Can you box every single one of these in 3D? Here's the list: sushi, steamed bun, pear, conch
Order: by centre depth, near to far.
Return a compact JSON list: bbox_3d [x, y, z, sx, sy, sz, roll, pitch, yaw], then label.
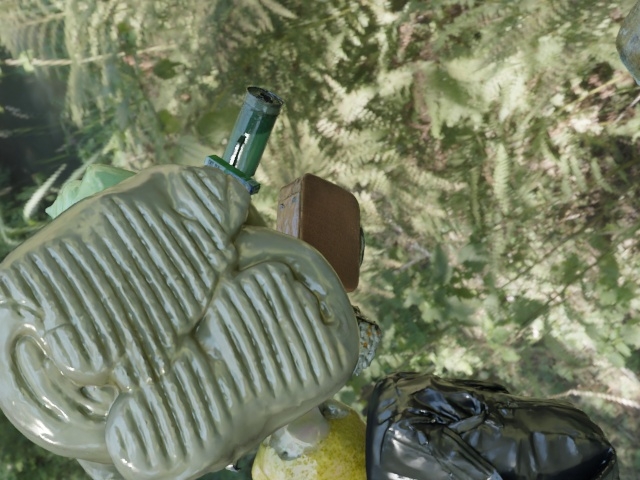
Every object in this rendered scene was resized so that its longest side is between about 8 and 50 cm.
[{"bbox_3d":[-0.180,0.109,0.842,0.342,0.368,0.255,57,149,10],"label":"steamed bun"},{"bbox_3d":[-0.264,-0.034,1.078,0.251,0.137,0.143,10,152,-1],"label":"conch"},{"bbox_3d":[0.016,0.188,1.579,0.136,0.225,0.126,-64,19,1],"label":"sushi"},{"bbox_3d":[-0.017,0.469,1.602,0.271,0.271,0.271,29,132,38],"label":"pear"}]

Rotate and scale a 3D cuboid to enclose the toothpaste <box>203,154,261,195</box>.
[{"bbox_3d":[-0.118,-0.088,0.999,0.083,0.020,0.017,33,118,18],"label":"toothpaste"}]

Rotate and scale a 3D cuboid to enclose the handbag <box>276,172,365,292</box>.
[{"bbox_3d":[0.000,0.000,1.227,0.072,0.151,0.193,-25,54,44],"label":"handbag"}]

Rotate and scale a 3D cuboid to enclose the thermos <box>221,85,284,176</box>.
[{"bbox_3d":[-0.130,-0.179,1.358,0.187,0.073,0.083,-65,28,26],"label":"thermos"}]

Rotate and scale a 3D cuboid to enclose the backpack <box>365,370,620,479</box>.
[{"bbox_3d":[0.304,0.414,1.348,0.446,0.255,0.363,1,115,3],"label":"backpack"}]

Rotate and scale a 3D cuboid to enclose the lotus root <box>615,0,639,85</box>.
[{"bbox_3d":[0.567,-0.340,1.036,0.322,0.158,0.140,-43,35,36],"label":"lotus root"}]
